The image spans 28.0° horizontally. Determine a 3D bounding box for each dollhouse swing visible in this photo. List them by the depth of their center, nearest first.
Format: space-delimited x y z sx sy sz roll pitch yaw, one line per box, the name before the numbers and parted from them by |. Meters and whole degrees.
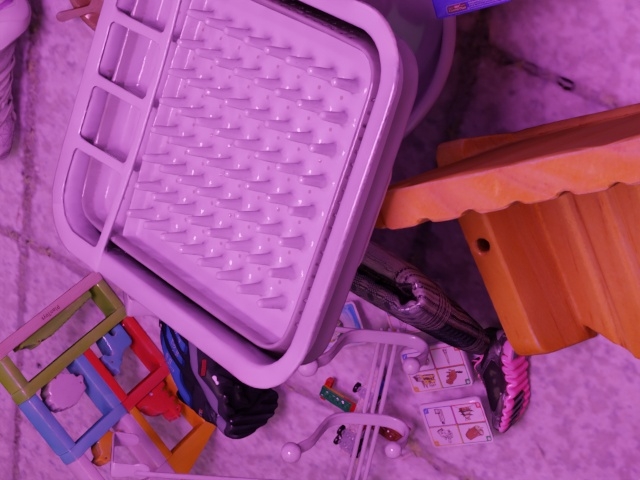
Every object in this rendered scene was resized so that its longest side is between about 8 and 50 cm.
dollhouse swing | 0.256 0.020 1.004 0.347 0.305 0.315 -10 112 37

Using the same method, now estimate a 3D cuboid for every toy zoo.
toy zoo | -0.244 0.200 1.533 0.030 0.192 0.293 -31 99 43

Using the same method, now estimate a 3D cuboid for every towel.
towel | 0.000 0.000 1.201 0.324 0.312 0.056 29 89 22

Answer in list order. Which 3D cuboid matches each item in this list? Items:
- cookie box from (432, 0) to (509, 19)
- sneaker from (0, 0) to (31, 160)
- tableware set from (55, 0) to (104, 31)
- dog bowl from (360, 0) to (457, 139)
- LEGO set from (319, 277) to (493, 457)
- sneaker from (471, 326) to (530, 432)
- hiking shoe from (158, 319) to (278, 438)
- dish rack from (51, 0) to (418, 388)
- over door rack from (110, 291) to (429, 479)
cookie box | 0.121 -0.237 0.996 0.092 0.040 0.107 -12 115 15
sneaker | -0.385 -0.178 1.462 0.152 0.114 0.305 42 139 -15
tableware set | -0.192 -0.204 1.313 0.194 0.039 0.128 41 154 6
dog bowl | -0.013 -0.198 1.118 0.265 0.104 0.265 3 118 6
LEGO set | 0.066 0.143 1.402 0.244 0.060 0.182 -15 99 36
sneaker | 0.181 0.140 1.311 0.057 0.047 0.119 17 119 33
hiking shoe | -0.142 0.081 1.444 0.132 0.113 0.304 13 118 41
dish rack | -0.068 -0.072 0.983 0.333 0.072 0.285 32 108 41
over door rack | -0.068 0.187 1.346 0.324 0.108 0.239 12 119 2
